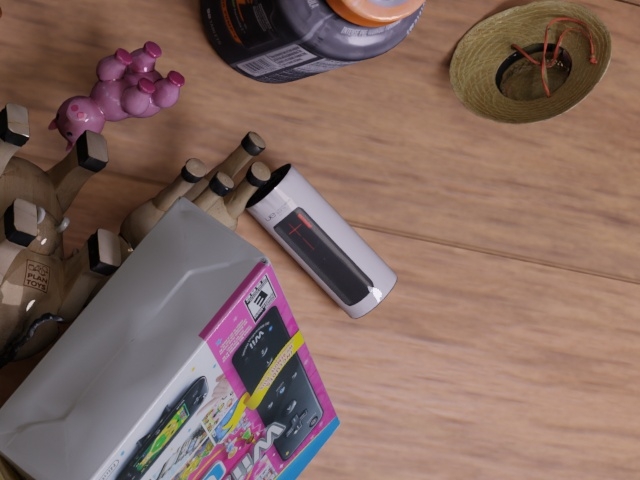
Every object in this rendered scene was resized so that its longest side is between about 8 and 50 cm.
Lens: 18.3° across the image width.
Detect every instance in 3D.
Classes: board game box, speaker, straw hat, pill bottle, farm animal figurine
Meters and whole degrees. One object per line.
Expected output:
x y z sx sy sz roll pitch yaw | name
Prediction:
-0.108 0.139 1.488 0.097 0.303 0.224 33 74 23 | board game box
0.000 0.000 1.660 0.136 0.055 0.055 47 73 -14 | speaker
0.188 -0.138 1.732 0.144 0.144 0.061 -46 146 -17 | straw hat
0.002 -0.199 1.564 0.130 0.245 0.130 1 88 -22 | pill bottle
-0.218 -0.025 1.507 0.330 0.172 0.327 31 36 -18 | farm animal figurine

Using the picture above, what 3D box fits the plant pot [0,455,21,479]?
-0.313 0.207 1.459 0.187 0.212 0.212 -27 98 -8 | plant pot
